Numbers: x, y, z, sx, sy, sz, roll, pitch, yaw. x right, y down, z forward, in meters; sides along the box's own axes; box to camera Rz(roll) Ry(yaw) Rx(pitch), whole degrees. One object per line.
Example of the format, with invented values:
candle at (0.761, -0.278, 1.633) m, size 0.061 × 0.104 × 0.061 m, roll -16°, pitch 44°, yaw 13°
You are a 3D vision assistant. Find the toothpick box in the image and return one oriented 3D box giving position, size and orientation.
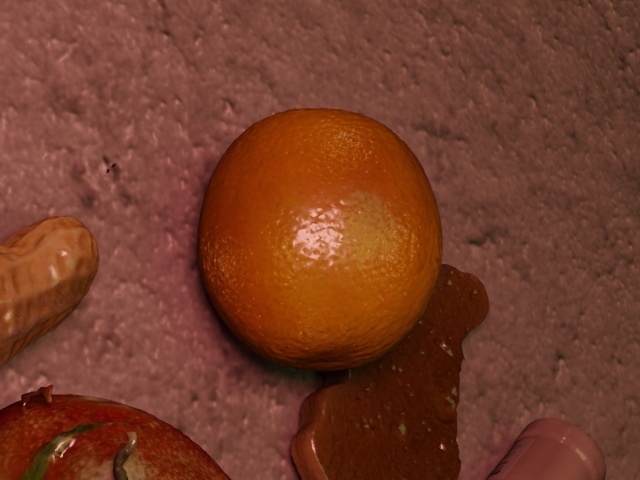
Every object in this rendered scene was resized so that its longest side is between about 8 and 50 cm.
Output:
toothpick box at (0.206, 0.255, 1.710) m, size 0.149 × 0.098 × 0.098 m, roll -42°, pitch 106°, yaw -42°

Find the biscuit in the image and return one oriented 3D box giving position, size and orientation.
biscuit at (0.079, 0.143, 1.665) m, size 0.183 × 0.047 × 0.320 m, roll 46°, pitch 50°, yaw -26°

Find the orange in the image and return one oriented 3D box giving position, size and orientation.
orange at (0.000, 0.000, 1.521) m, size 0.236 × 0.236 × 0.236 m, roll 15°, pitch 67°, yaw -39°

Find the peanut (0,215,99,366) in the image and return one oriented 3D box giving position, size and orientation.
peanut at (-0.249, 0.041, 1.364) m, size 0.194 × 0.083 × 0.093 m, roll -42°, pitch 107°, yaw -41°

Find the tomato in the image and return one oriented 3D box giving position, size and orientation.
tomato at (-0.174, 0.263, 1.255) m, size 0.239 × 0.303 × 0.303 m, roll 43°, pitch 50°, yaw -45°
